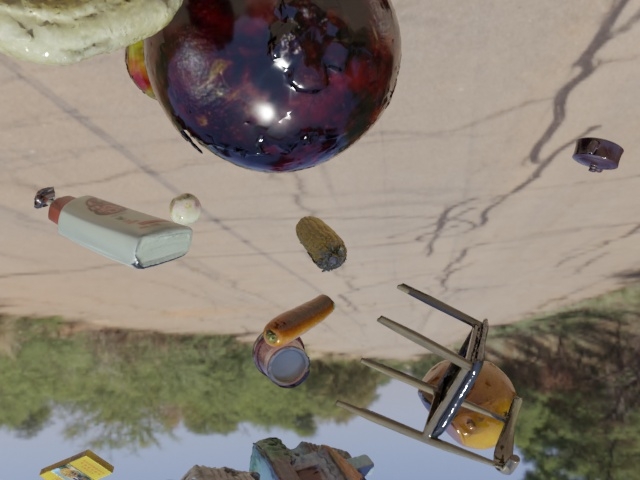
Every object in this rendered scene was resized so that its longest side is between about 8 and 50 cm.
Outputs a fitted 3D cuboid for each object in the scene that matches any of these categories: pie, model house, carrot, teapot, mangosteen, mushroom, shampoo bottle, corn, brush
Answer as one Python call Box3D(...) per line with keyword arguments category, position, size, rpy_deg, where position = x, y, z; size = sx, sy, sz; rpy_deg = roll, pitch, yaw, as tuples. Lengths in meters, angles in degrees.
Box3D(category="pie", position=(-0.288, -0.302, 0.738), size=(0.340, 0.339, 0.077), rpy_deg=(0, 137, -22))
Box3D(category="model house", position=(0.035, 0.667, 1.826), size=(0.339, 0.297, 0.360), rpy_deg=(-7, -148, -27))
Box3D(category="carrot", position=(-0.051, 0.182, 1.629), size=(0.067, 0.067, 0.225), rpy_deg=(-12, -173, 38))
Box3D(category="teapot", position=(0.404, -0.120, 1.061), size=(0.068, 0.045, 0.100), rpy_deg=(17, 175, 31))
Box3D(category="mangosteen", position=(-0.093, -0.299, 1.087), size=(0.381, 0.380, 0.421), rpy_deg=(7, -159, -48))
Box3D(category="mushroom", position=(-0.334, -0.077, 1.789), size=(0.084, 0.083, 0.067), rpy_deg=(3, -173, -34))
Box3D(category="shampoo bottle", position=(-0.376, -0.034, 1.231), size=(0.284, 0.071, 0.153), rpy_deg=(22, -162, 19))
Box3D(category="corn", position=(0.000, 0.000, 2.220), size=(0.115, 0.115, 0.318), rpy_deg=(-1, -158, -19))
Box3D(category="brush", position=(-0.065, 0.330, 0.906), size=(0.065, 0.070, 0.327), rpy_deg=(-48, 137, 9))

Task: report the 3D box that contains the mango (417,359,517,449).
Box3D(category="mango", position=(0.297, 0.314, 1.449), size=(0.166, 0.136, 0.236), rpy_deg=(-32, -153, -12))

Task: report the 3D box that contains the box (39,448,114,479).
Box3D(category="box", position=(-0.564, 0.533, 1.678), size=(0.155, 0.023, 0.087), rpy_deg=(-27, 127, 22))

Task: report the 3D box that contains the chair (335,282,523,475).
Box3D(category="chair", position=(0.193, 0.204, 1.065), size=(0.272, 0.166, 0.188), rpy_deg=(27, -160, 8))

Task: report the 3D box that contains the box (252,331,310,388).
Box3D(category="box", position=(-0.103, 0.331, 2.028), size=(0.151, 0.151, 0.135), rpy_deg=(-1, -167, -20))
